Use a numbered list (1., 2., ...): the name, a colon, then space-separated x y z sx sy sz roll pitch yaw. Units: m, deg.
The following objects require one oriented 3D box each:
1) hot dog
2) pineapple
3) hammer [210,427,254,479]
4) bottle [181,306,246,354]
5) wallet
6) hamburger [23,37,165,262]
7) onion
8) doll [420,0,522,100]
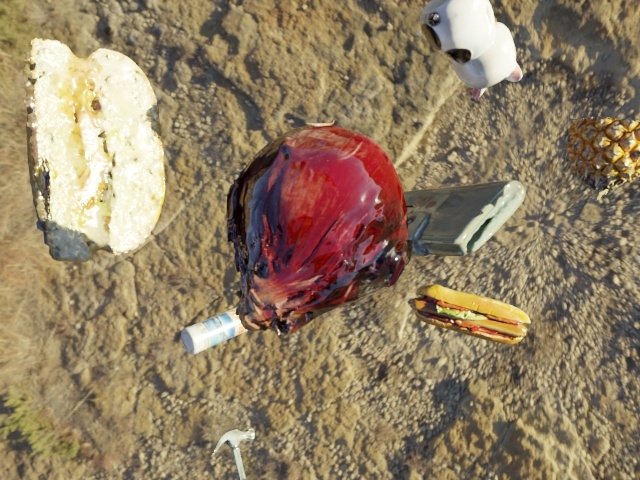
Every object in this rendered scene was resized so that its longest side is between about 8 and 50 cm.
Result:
1. hot dog: 0.281 0.144 1.042 0.235 0.062 0.092 12 123 3
2. pineapple: 0.520 -0.138 0.985 0.161 0.176 0.137 13 93 15
3. hammer: -0.164 0.526 1.147 0.029 0.102 0.247 -57 43 42
4. bottle: -0.189 0.175 1.155 0.060 0.217 0.060 21 121 41
5. wallet: 0.262 -0.051 1.265 0.360 0.252 0.083 -1 126 57
6. hamburger: -0.497 -0.177 1.178 0.286 0.268 0.446 -8 89 57
7. onion: 0.009 -0.018 0.680 0.221 0.281 0.281 21 99 18
8. doll: 0.241 -0.323 0.869 0.110 0.180 0.107 -3 57 54
